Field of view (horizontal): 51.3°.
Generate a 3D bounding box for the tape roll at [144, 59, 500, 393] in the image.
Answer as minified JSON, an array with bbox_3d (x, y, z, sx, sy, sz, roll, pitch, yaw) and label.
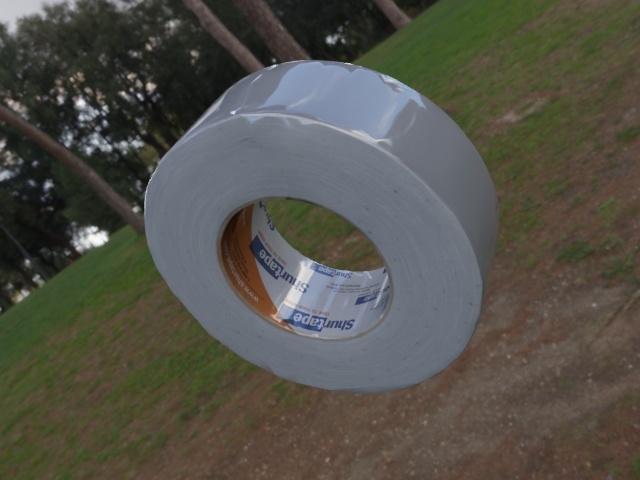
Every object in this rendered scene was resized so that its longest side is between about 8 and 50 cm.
[{"bbox_3d":[0.000,0.000,0.432,0.219,0.219,0.072,-32,20,39],"label":"tape roll"}]
